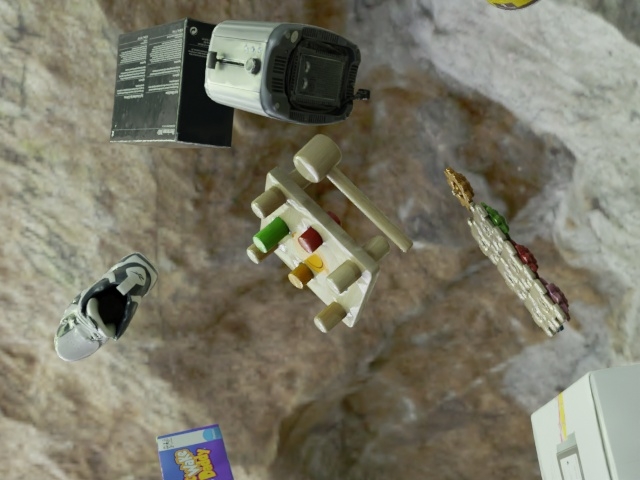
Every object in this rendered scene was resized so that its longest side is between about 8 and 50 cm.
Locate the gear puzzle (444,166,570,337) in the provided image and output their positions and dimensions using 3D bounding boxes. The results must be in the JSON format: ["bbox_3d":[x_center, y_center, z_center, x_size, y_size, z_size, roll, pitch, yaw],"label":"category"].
[{"bbox_3d":[0.318,0.008,1.629,0.044,0.339,0.175,-33,-18,-5],"label":"gear puzzle"}]

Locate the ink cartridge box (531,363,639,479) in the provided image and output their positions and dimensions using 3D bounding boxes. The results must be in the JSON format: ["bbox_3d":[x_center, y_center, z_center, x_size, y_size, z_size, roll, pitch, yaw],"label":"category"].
[{"bbox_3d":[0.372,0.251,1.043,0.198,0.197,0.270,-7,-19,-3],"label":"ink cartridge box"}]

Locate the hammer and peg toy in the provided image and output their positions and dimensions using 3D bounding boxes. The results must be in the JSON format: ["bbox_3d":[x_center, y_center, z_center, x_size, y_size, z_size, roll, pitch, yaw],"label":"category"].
[{"bbox_3d":[0.000,0.000,1.616,0.127,0.266,0.361,-39,-14,-22],"label":"hammer and peg toy"}]

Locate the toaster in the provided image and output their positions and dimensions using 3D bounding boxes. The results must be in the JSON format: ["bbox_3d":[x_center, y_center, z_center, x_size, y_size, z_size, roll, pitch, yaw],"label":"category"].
[{"bbox_3d":[-0.049,-0.230,1.296,0.146,0.129,0.227,17,13,37],"label":"toaster"}]

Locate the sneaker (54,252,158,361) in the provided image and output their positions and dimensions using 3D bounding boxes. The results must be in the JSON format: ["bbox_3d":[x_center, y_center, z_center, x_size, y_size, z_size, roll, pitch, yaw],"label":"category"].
[{"bbox_3d":[-0.368,0.129,1.546,0.235,0.153,0.094,-38,-82,14],"label":"sneaker"}]

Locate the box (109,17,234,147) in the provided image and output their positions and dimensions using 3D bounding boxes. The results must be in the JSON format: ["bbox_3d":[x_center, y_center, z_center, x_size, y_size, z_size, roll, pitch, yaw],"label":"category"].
[{"bbox_3d":[-0.237,-0.242,1.520,0.103,0.185,0.261,7,1,-34],"label":"box"}]

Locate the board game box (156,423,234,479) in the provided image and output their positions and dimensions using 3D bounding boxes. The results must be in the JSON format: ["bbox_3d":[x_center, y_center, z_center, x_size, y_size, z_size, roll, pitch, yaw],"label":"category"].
[{"bbox_3d":[-0.117,0.426,1.103,0.078,0.233,0.347,-10,-67,-11],"label":"board game box"}]

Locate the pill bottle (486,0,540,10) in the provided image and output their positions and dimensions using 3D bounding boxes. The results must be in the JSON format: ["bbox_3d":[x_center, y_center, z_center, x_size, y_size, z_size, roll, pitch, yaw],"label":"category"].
[{"bbox_3d":[0.207,-0.367,1.168,0.117,0.117,0.215,-26,-20,29],"label":"pill bottle"}]
